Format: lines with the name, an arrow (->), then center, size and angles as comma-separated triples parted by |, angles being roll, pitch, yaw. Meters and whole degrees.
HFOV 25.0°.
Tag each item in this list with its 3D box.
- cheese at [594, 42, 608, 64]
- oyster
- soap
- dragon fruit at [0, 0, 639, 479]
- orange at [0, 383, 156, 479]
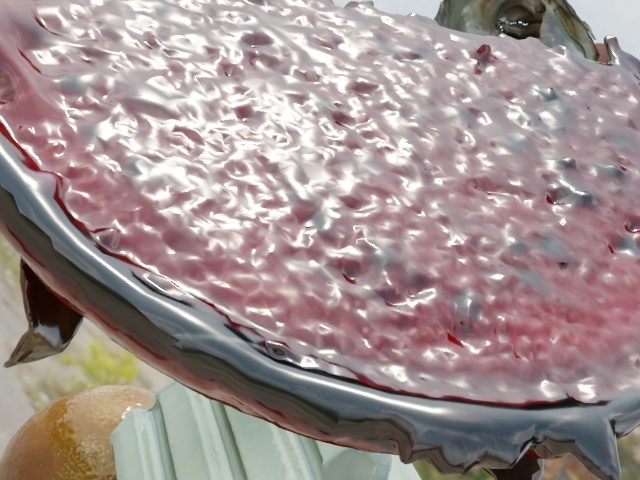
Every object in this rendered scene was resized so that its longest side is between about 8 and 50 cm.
cheese -> 0.328, -0.121, 1.198 | 0.037, 0.256, 0.106 | 116, -26, -68
oyster -> 0.138, -0.124, 0.988 | 0.165, 0.108, 0.053 | 41, -27, -23
soap -> -0.035, 0.142, 0.846 | 0.087, 0.160, 0.265 | 52, 0, -18
dragon fruit -> 0.000, 0.000, 0.548 | 0.343, 0.100, 0.282 | 11, 34, -16
orange -> -0.204, 0.232, 1.357 | 0.206, 0.206, 0.206 | 47, -3, 3
